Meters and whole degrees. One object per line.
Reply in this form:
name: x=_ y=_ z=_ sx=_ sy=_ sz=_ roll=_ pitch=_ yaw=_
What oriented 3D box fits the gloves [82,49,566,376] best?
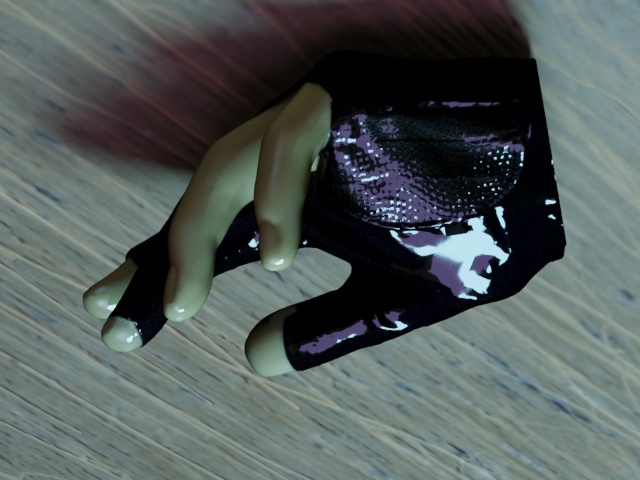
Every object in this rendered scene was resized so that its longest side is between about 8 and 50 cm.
gloves: x=0.003 y=-0.006 z=0.933 sx=0.301 sy=0.152 sz=0.197 roll=-23 pitch=129 yaw=-6
